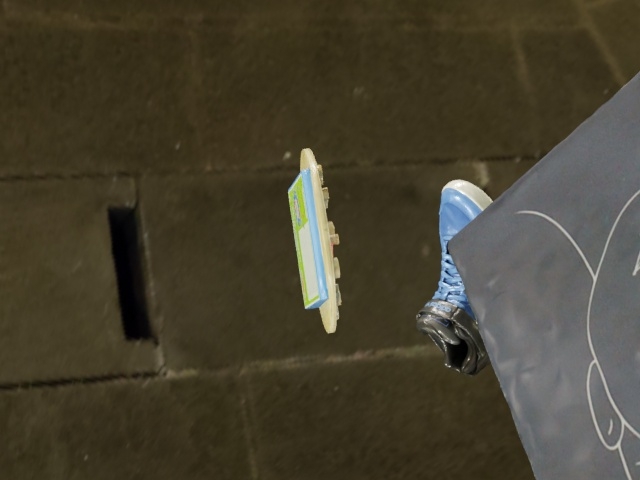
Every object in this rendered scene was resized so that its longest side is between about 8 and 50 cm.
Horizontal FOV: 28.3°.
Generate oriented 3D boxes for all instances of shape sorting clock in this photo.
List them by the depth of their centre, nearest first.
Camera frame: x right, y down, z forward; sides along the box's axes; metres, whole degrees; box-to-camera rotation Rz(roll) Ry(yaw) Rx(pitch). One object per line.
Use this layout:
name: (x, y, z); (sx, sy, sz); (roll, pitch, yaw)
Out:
shape sorting clock: (0.000, 0.000, 1.413); (0.040, 0.206, 0.206); (-8, 69, -9)

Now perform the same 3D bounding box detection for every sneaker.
sneaker: (0.108, 0.035, 0.984); (0.085, 0.058, 0.152); (-34, 120, -28)

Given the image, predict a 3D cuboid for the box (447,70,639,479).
box: (0.380, 0.066, 0.709); (0.297, 0.480, 0.471); (33, 26, -31)
